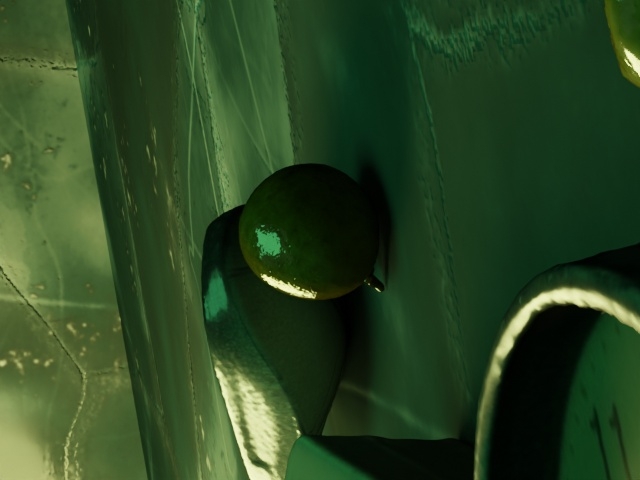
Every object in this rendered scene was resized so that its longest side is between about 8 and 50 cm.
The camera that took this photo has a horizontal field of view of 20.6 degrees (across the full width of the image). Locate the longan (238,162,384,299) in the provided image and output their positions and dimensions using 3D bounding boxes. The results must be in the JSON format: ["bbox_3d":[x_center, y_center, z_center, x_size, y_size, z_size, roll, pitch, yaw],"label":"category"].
[{"bbox_3d":[0.000,0.000,0.879,0.083,0.075,0.075,39,-178,-21],"label":"longan"}]

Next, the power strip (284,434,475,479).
[{"bbox_3d":[0.058,0.222,0.714,0.229,0.141,0.261,-170,84,-77],"label":"power strip"}]

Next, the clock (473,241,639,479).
[{"bbox_3d":[0.117,0.150,0.445,0.319,0.066,0.319,170,90,-79],"label":"clock"}]

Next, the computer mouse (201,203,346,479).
[{"bbox_3d":[-0.017,0.067,1.004,0.229,0.068,0.113,77,-167,-54],"label":"computer mouse"}]

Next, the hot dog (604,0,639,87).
[{"bbox_3d":[0.082,-0.137,0.400,0.066,0.047,0.216,-37,-57,-62],"label":"hot dog"}]
